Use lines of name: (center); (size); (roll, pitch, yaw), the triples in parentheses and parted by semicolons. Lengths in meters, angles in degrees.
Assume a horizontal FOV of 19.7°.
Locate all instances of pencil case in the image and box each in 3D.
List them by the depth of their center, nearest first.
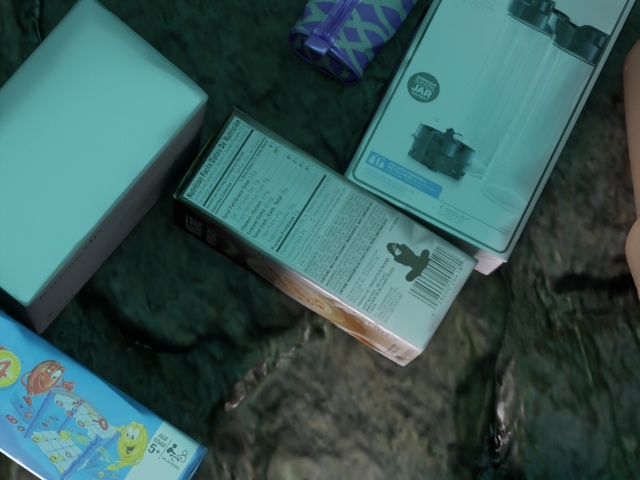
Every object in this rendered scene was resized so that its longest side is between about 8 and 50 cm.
pencil case: (0.052, -0.241, 1.665); (0.086, 0.088, 0.206); (30, 80, 2)

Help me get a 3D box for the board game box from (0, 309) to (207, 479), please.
board game box: (-0.241, 0.126, 1.468); (0.308, 0.302, 0.086); (34, 79, 1)

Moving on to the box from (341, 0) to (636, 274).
box: (0.149, -0.136, 1.656); (0.169, 0.087, 0.290); (28, 79, 0)

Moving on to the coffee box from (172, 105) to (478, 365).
coffee box: (0.000, 0.000, 1.594); (0.246, 0.141, 0.098); (32, 80, 2)

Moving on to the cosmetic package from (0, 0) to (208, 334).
cosmetic package: (-0.216, -0.055, 1.540); (0.138, 0.224, 0.224); (40, 80, 2)

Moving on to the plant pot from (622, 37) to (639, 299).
plant pot: (0.371, -0.080, 1.606); (0.263, 0.263, 0.229); (-11, 63, -7)
